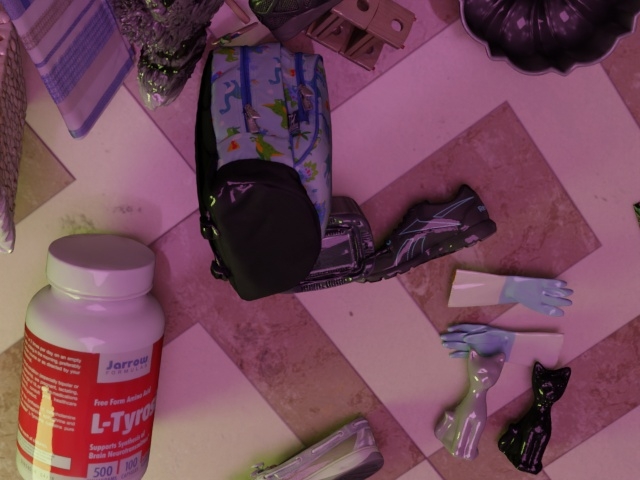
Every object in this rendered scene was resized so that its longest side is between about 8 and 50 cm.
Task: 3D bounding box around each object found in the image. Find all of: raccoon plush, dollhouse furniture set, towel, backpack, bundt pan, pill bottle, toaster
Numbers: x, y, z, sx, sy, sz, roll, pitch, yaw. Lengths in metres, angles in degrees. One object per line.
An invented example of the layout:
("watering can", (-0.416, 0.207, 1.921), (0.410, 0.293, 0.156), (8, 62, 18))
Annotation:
("raccoon plush", (-0.300, -0.398, 1.442), (0.299, 0.216, 0.446), (40, 135, 3))
("dollhouse furniture set", (0.086, -0.392, 1.593), (0.129, 0.129, 0.184), (27, 75, -15))
("towel", (-0.371, -0.314, 1.473), (0.034, 0.209, 0.285), (3, 138, 22))
("backpack", (-0.087, -0.140, 1.536), (0.273, 0.355, 0.290), (-19, 143, -6))
("bundt pan", (0.356, -0.432, 1.586), (0.330, 0.124, 0.331), (-2, 109, -5))
("pill bottle", (-0.383, 0.206, 1.679), (0.229, 0.229, 0.408), (7, 109, -8))
("toaster", (0.000, 0.000, 1.690), (0.227, 0.146, 0.129), (-12, 111, -1))

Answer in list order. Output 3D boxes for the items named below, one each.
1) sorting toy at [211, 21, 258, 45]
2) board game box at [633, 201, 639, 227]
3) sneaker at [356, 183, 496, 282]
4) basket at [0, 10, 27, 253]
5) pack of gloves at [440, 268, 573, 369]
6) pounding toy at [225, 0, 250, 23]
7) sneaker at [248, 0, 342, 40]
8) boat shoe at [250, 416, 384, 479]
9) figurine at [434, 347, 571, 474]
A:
("sorting toy", (-0.139, -0.315, 1.553), (0.062, 0.083, 0.012), (-12, 109, 37))
("board game box", (0.672, 0.026, 1.833), (0.136, 0.030, 0.260), (-21, 110, 4))
("sneaker", (0.168, -0.006, 1.748), (0.267, 0.101, 0.106), (-23, 88, 3))
("basket", (-0.599, -0.161, 1.444), (0.328, 0.331, 0.266), (8, 70, -9))
("pack of gloves", (0.339, 0.137, 1.841), (0.232, 0.046, 0.195), (6, 120, -5))
("pounding toy", (-0.104, -0.437, 1.554), (0.206, 0.094, 0.181), (3, 128, -7))
("sneaker", (-0.020, -0.402, 1.471), (0.227, 0.087, 0.130), (-32, 131, 26))
("boat shoe", (-0.042, 0.436, 1.872), (0.320, 0.103, 0.118), (-25, 149, 7))
("figurine", (0.343, 0.309, 1.868), (0.214, 0.092, 0.209), (14, 105, -10))
